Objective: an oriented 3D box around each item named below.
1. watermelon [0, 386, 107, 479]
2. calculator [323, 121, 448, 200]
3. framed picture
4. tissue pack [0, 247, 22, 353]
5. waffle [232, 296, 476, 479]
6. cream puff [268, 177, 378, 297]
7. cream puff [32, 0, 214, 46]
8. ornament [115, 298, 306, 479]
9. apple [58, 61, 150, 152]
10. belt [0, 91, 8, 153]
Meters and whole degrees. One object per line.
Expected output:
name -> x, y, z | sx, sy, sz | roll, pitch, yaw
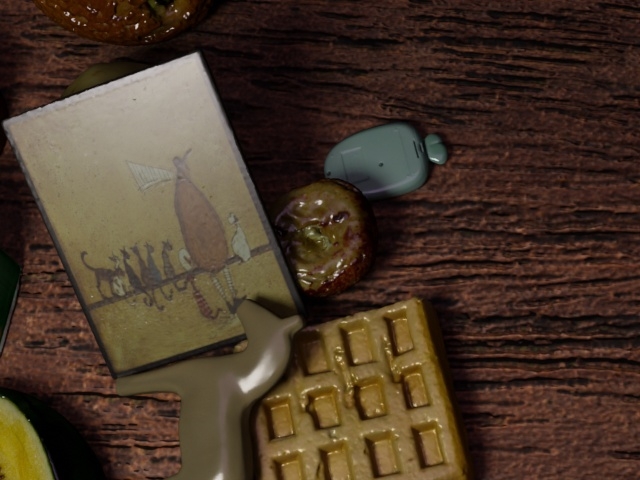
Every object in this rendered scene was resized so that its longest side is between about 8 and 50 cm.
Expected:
watermelon -> -0.315, 0.291, 1.763 | 0.129, 0.123, 0.301 | -23, 73, 16
calculator -> 0.079, -0.097, 1.891 | 0.153, 0.021, 0.095 | -15, 69, 6
framed picture -> -0.188, -0.023, 1.778 | 0.255, 0.014, 0.339 | -18, 104, 13
tissue pack -> -0.469, 0.053, 1.814 | 0.156, 0.209, 0.148 | 6, 71, 13
waffle -> 0.034, 0.197, 1.768 | 0.248, 0.055, 0.221 | -14, 68, 3
cream puff -> 0.000, 0.000, 1.833 | 0.149, 0.084, 0.149 | -4, 70, 12
cream puff -> -0.261, -0.400, 1.952 | 0.303, 0.212, 0.303 | -4, 71, 12
ornament -> -0.121, 0.186, 1.751 | 0.245, 0.061, 0.230 | -13, 69, 24
apple -> -0.236, -0.120, 1.860 | 0.200, 0.200, 0.200 | -3, 69, 7
belt -> -0.560, -0.118, 1.937 | 0.338, 0.122, 0.217 | -32, 70, -5
